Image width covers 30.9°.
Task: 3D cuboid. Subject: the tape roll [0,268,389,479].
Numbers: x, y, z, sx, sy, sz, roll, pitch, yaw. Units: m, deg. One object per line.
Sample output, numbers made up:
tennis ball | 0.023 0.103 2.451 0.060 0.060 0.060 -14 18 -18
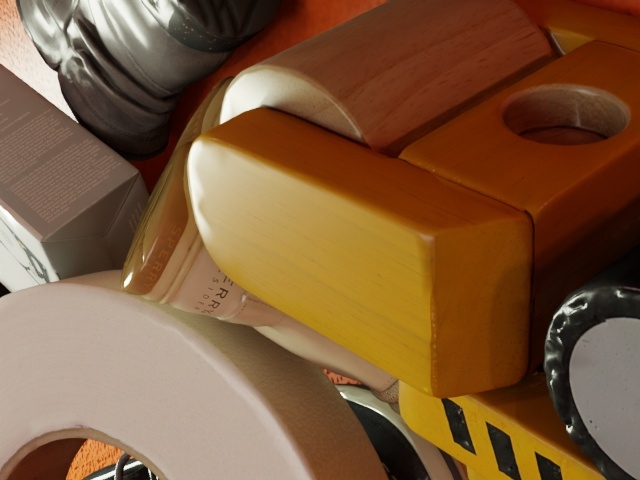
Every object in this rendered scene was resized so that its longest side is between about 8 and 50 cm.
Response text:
tape roll | -0.123 0.212 0.740 0.392 0.072 0.392 5 100 33

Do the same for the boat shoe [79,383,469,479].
boat shoe | -0.075 0.224 0.841 0.500 0.156 0.186 -21 87 48

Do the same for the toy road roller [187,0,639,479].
toy road roller | 0.113 0.041 0.528 0.329 0.202 0.240 29 136 37

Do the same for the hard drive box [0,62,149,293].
hard drive box | -0.216 -0.021 0.900 0.232 0.089 0.181 36 153 35

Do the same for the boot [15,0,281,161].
boot | -0.168 -0.234 0.794 0.223 0.118 0.338 -32 77 54

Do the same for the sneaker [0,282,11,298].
sneaker | -0.296 0.046 1.074 0.083 0.118 0.222 -48 36 17

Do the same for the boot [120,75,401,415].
boot | 0.000 0.000 0.692 0.203 0.262 0.095 27 108 -10
